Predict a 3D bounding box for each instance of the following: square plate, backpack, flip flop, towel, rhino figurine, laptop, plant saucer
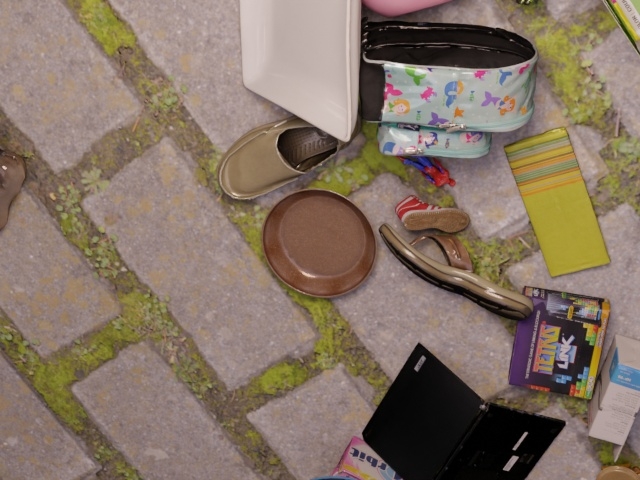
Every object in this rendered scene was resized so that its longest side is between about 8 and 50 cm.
[{"bbox_3d":[-0.027,-0.349,1.465,0.049,0.347,0.344,-11,116,-27],"label":"square plate"},{"bbox_3d":[0.184,-0.224,1.485,0.253,0.225,0.191,-4,116,4],"label":"backpack"},{"bbox_3d":[0.221,0.039,1.659,0.277,0.112,0.080,26,82,13],"label":"flip flop"},{"bbox_3d":[0.374,-0.058,1.624,0.102,0.021,0.237,-15,110,25],"label":"towel"},{"bbox_3d":[-0.593,-0.071,1.821,0.106,0.073,0.243,33,118,1],"label":"rhino figurine"},{"bbox_3d":[0.249,0.337,1.828,0.264,0.136,0.234,16,119,-22],"label":"laptop"},{"bbox_3d":[0.000,0.000,1.728,0.199,0.036,0.198,5,114,11],"label":"plant saucer"}]

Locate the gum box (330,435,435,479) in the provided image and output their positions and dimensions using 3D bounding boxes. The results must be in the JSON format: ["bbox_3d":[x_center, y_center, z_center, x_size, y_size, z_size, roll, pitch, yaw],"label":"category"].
[{"bbox_3d":[0.111,0.439,1.852,0.188,0.107,0.062,28,117,1],"label":"gum box"}]

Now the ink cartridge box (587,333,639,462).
[{"bbox_3d":[0.482,0.258,1.686,0.060,0.104,0.180,17,115,6],"label":"ink cartridge box"}]

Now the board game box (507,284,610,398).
[{"bbox_3d":[0.391,0.168,1.700,0.141,0.048,0.170,8,114,9],"label":"board game box"}]

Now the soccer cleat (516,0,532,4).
[{"bbox_3d":[0.284,-0.407,1.372,0.093,0.289,0.121,34,86,11],"label":"soccer cleat"}]

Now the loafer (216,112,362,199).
[{"bbox_3d":[-0.062,-0.142,1.650,0.268,0.092,0.102,-28,104,23],"label":"loafer"}]

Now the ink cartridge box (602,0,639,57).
[{"bbox_3d":[0.407,-0.358,1.352,0.097,0.255,0.189,-31,103,23],"label":"ink cartridge box"}]

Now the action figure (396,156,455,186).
[{"bbox_3d":[0.167,-0.120,1.640,0.115,0.030,0.038,34,122,-8],"label":"action figure"}]

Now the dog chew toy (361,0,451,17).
[{"bbox_3d":[0.105,-0.481,1.410,0.207,0.206,0.332,-11,102,18],"label":"dog chew toy"}]

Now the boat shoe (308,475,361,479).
[{"bbox_3d":[0.082,0.471,1.762,0.258,0.089,0.109,9,115,10],"label":"boat shoe"}]

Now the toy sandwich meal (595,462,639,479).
[{"bbox_3d":[0.521,0.417,1.790,0.085,0.029,0.085,7,117,15],"label":"toy sandwich meal"}]

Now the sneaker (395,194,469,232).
[{"bbox_3d":[0.178,-0.044,1.669,0.118,0.067,0.042,1,115,-20],"label":"sneaker"}]
